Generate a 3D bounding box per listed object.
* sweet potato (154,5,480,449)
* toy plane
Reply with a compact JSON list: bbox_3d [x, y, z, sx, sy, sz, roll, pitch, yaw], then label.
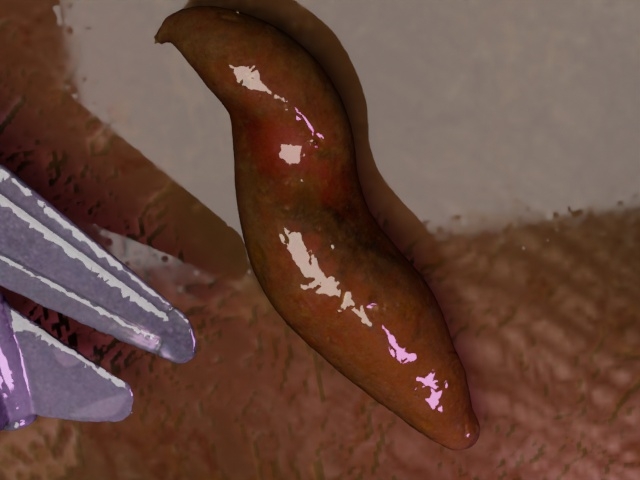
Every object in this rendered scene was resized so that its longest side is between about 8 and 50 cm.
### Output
[{"bbox_3d":[0.002,-0.001,0.715,0.055,0.058,0.202,-19,105,35],"label":"sweet potato"},{"bbox_3d":[-0.173,-0.043,0.719,0.212,0.088,0.267,-13,96,11],"label":"toy plane"}]
